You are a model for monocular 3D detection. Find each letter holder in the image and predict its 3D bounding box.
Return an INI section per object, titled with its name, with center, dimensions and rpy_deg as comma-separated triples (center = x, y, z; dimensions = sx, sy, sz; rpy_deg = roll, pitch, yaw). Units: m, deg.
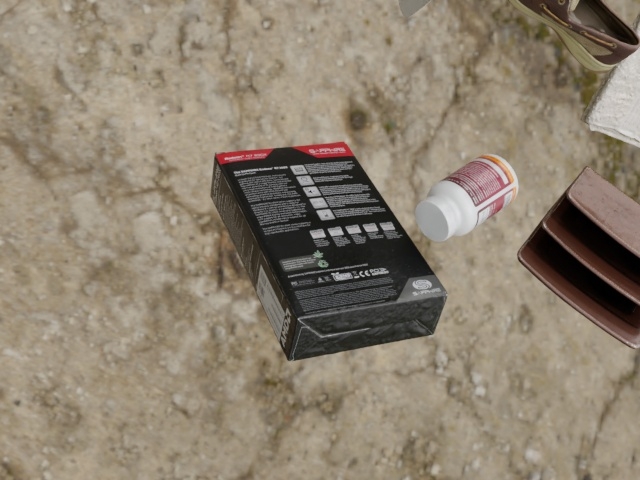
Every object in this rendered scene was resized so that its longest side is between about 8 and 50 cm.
[letter holder]
center = 0.573, 0.038, 1.760
dimensions = 0.302, 0.152, 0.214
rpy_deg = 39, 48, 9

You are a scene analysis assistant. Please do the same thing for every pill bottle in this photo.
[pill bottle]
center = 0.210, -0.060, 1.290
dimensions = 0.152, 0.086, 0.086
rpy_deg = -31, 115, -33

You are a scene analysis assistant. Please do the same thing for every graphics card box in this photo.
[graphics card box]
center = 0.000, 0.000, 1.311
dimensions = 0.233, 0.371, 0.094
rpy_deg = -8, 133, -24

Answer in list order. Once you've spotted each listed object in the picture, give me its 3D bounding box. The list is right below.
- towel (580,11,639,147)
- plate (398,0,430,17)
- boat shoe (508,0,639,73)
[towel]
center = 0.722, -0.354, 1.983
dimensions = 0.187, 0.049, 0.282
rpy_deg = 15, 114, -19
[plate]
center = 0.169, -0.448, 1.148
dimensions = 0.045, 0.277, 0.278
rpy_deg = 17, 89, -11
[boat shoe]
center = 0.466, -0.463, 1.679
dimensions = 0.342, 0.123, 0.123
rpy_deg = 44, 70, -7
